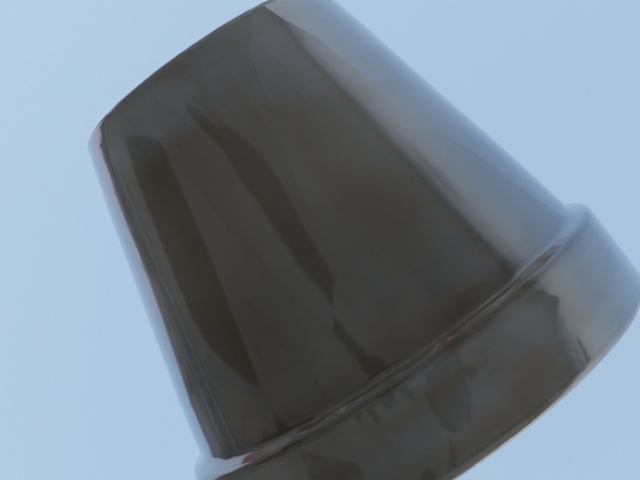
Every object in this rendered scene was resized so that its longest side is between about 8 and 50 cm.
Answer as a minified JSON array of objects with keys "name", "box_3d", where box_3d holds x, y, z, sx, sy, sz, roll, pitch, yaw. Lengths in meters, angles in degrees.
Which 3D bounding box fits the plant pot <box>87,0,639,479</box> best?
[{"name":"plant pot","box_3d":[0.000,0.000,0.669,0.323,0.323,0.280,-34,-89,20]}]
